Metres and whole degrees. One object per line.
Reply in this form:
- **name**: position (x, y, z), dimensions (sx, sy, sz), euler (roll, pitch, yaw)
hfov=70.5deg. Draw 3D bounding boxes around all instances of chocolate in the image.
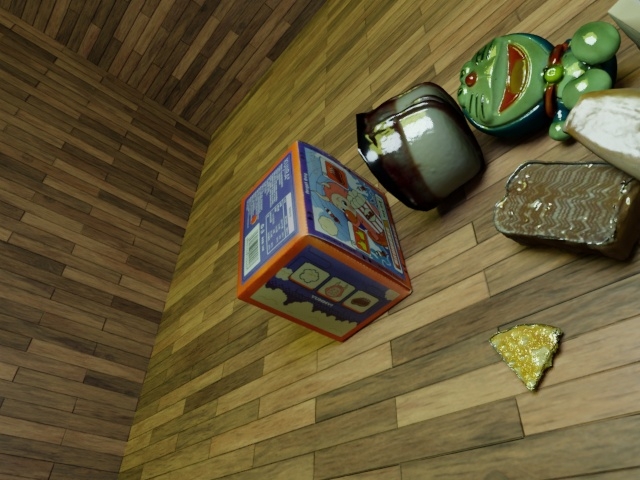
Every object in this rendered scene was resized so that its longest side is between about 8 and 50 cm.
- **chocolate**: position (0.231, -0.221, 0.992), dimensions (0.186, 0.284, 0.283), euler (-39, 36, 33)
- **chocolate**: position (0.408, -0.050, 0.750), dimensions (0.214, 0.093, 0.148), euler (19, 80, 59)

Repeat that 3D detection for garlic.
- **garlic**: position (0.492, -0.132, 0.608), dimensions (0.143, 0.112, 0.318), euler (-46, 50, -5)

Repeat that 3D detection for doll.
- **doll**: position (0.407, -0.298, 0.878), dimensions (0.322, 0.186, 0.198), euler (21, 104, 47)

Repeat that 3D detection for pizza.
- **pizza**: position (0.331, 0.189, 0.731), dimensions (0.123, 0.026, 0.108), euler (-22, 50, 44)

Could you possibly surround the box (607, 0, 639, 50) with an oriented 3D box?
- **box**: position (0.550, -0.284, 0.657), dimensions (0.095, 0.168, 0.211), euler (-44, 34, 32)

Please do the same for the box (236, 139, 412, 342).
- **box**: position (0.000, 0.000, 1.100), dimensions (0.257, 0.319, 0.348), euler (-43, 34, 29)
